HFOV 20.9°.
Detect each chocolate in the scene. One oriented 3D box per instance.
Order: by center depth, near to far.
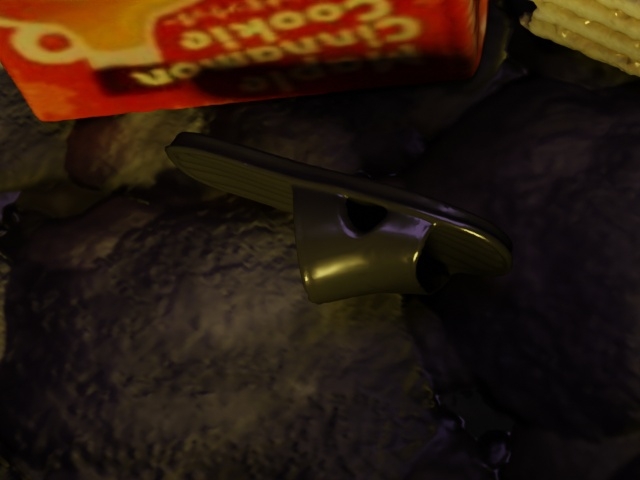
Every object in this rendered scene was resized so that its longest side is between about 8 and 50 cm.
[{"bbox_3d":[-0.045,-0.146,0.718,0.237,0.235,0.108,-6,67,6],"label":"chocolate"}]

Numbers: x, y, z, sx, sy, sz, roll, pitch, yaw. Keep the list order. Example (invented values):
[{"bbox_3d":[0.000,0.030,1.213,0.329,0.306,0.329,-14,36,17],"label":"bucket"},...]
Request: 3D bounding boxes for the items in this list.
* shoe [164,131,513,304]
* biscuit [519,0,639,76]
[{"bbox_3d":[0.000,0.000,0.704,0.159,0.062,0.053,20,74,23],"label":"shoe"},{"bbox_3d":[0.198,-0.099,0.733,0.239,0.062,0.108,29,63,27],"label":"biscuit"}]
